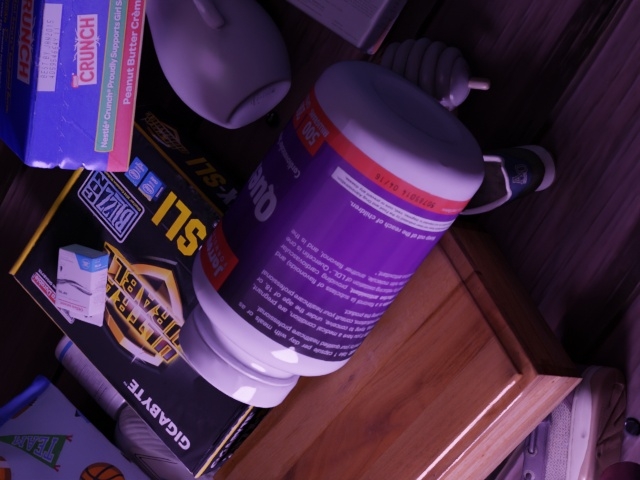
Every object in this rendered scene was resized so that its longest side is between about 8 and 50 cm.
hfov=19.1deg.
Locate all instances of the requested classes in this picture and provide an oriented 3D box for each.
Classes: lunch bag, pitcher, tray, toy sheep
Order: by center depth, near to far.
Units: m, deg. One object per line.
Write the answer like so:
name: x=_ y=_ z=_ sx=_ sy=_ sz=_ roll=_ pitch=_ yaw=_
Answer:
toy sheep: x=0.103 y=-0.156 z=1.875 sx=0.132 sy=0.091 sz=0.091 roll=5 pitch=104 yaw=16
tray: x=0.063 y=0.191 z=1.913 sx=0.411 sy=0.076 sz=0.203 roll=-51 pitch=52 yaw=29
pitcher: x=-0.122 y=-0.228 z=1.952 sx=0.125 sy=0.178 sz=0.207 roll=-33 pitch=76 yaw=-8
lunch bag: x=-0.307 y=0.406 z=2.164 sx=0.328 sy=0.239 sz=0.385 roll=44 pitch=145 yaw=15

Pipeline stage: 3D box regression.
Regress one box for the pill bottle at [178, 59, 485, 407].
pill bottle: x=0.000 y=0.000 z=1.808 sx=0.181 sy=0.181 sz=0.323 roll=43 pitch=112 yaw=17

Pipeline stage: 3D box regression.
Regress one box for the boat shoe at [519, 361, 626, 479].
boat shoe: x=0.232 y=0.254 z=1.877 sx=0.092 sy=0.103 sz=0.285 roll=16 pitch=105 yaw=34

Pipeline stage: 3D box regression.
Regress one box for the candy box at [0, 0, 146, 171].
candy box: x=-0.289 y=-0.247 z=1.996 sx=0.317 sy=0.122 sz=0.268 roll=-139 pitch=54 yaw=-58

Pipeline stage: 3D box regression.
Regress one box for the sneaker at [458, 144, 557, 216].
sneaker: x=0.130 y=-0.054 z=1.876 sx=0.192 sy=0.086 sz=0.064 roll=-12 pitch=94 yaw=34

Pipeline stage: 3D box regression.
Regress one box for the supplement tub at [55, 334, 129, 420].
supplement tub: x=-0.244 y=0.144 z=2.167 sx=0.107 sy=0.071 sz=0.071 roll=44 pitch=120 yaw=15

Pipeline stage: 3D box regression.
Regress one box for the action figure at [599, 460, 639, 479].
action figure: x=0.348 y=0.251 z=1.688 sx=0.370 sy=0.276 sz=0.248 roll=-48 pitch=54 yaw=3

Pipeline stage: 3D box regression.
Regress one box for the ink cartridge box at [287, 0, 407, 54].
ink cartridge box: x=0.039 y=-0.301 z=1.920 sx=0.145 sy=0.045 sz=0.179 roll=37 pitch=99 yaw=21

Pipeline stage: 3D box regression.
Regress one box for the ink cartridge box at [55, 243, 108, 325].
ink cartridge box: x=-0.257 y=0.051 z=2.047 sx=0.048 sy=0.028 sz=0.083 roll=16 pitch=109 yaw=29

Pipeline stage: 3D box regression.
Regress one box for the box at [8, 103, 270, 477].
box: x=-0.156 y=0.052 z=2.047 sx=0.322 sy=0.079 sz=0.257 roll=46 pitch=118 yaw=15

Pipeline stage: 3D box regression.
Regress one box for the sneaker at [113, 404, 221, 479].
sneaker: x=-0.129 y=0.266 z=2.126 sx=0.237 sy=0.085 sz=0.086 roll=34 pitch=149 yaw=15
